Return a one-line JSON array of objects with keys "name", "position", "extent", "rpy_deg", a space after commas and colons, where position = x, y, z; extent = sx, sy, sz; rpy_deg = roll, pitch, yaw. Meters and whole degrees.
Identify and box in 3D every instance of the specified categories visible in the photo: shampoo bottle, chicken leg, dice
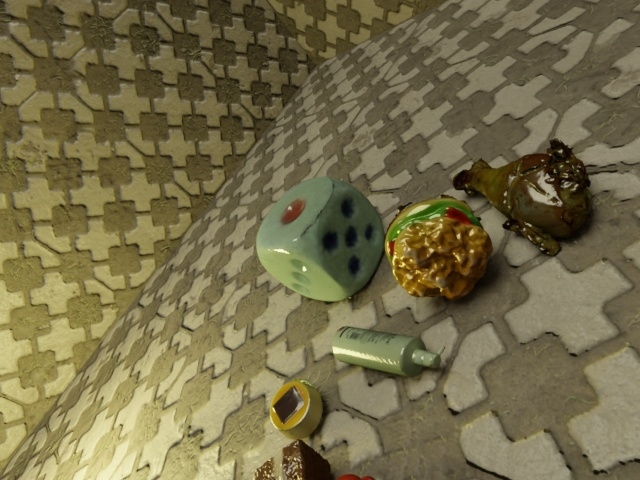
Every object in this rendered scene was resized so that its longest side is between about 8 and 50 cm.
[{"name": "shampoo bottle", "position": [0.140, 0.240, 0.948], "extent": [0.262, 0.085, 0.085], "rpy_deg": [-4, 49, 49]}, {"name": "chicken leg", "position": [0.446, -0.137, 0.978], "extent": [0.211, 0.140, 0.361], "rpy_deg": [-47, 32, 14]}, {"name": "dice", "position": [0.000, 0.000, 1.251], "extent": [0.267, 0.262, 0.265], "rpy_deg": [-4, 48, 47]}]

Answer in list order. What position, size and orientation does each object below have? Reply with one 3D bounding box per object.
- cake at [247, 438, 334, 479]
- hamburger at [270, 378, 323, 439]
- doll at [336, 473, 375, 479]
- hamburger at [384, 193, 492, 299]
[{"name": "cake", "position": [-0.055, 0.488, 0.835], "extent": [0.147, 0.135, 0.135], "rpy_deg": [-32, 29, 9]}, {"name": "hamburger", "position": [-0.055, 0.388, 1.017], "extent": [0.141, 0.081, 0.127], "rpy_deg": [20, 70, 45]}, {"name": "doll", "position": [0.099, 0.482, 0.646], "extent": [0.161, 0.129, 0.291], "rpy_deg": [-42, 43, 17]}, {"name": "hamburger", "position": [0.254, 0.033, 0.937], "extent": [0.237, 0.237, 0.149], "rpy_deg": [-33, 29, 20]}]
